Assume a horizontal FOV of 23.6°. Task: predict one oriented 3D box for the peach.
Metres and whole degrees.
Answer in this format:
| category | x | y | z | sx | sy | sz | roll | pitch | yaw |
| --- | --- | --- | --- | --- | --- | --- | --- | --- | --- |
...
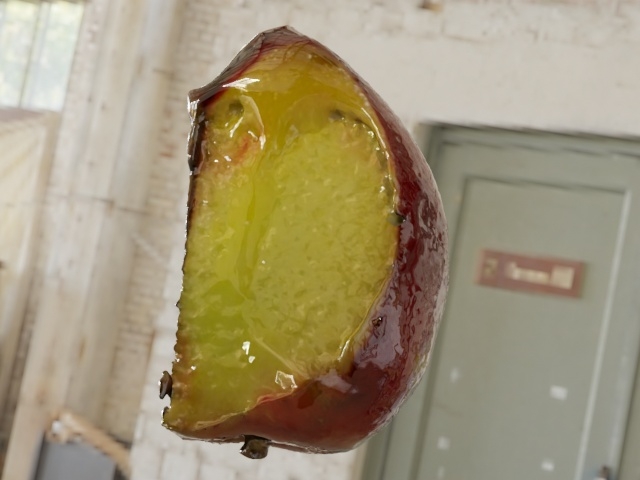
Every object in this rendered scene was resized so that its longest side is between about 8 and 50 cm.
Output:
| category | x | y | z | sx | sy | sz | roll | pitch | yaw |
| --- | --- | --- | --- | --- | --- | --- | --- | --- | --- |
| peach | 0.001 | 0.005 | 0.953 | 0.159 | 0.267 | 0.154 | -5 | -24 | 13 |
